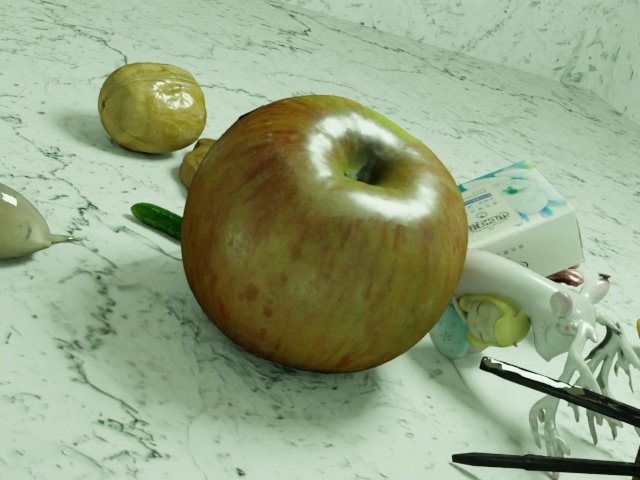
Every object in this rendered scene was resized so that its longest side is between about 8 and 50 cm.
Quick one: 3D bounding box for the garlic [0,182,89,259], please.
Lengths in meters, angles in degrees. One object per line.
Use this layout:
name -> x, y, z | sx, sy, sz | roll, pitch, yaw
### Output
garlic -> -0.425, -0.025, 1.556 | 0.266, 0.128, 0.148 | 26, 31, -21

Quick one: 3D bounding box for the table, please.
table -> 0.288, 0.259, 1.355 | 0.249, 0.317, 0.317 | 8, 22, 2

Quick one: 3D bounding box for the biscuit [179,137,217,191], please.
biscuit -> -0.062, -0.082, 2.061 | 0.365, 0.062, 0.385 | 10, 25, -27

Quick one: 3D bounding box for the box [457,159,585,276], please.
box -> 0.267, -0.006, 1.956 | 0.274, 0.116, 0.203 | -20, 32, -3

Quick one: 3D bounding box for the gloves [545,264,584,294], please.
gloves -> 0.378, 0.080, 2.027 | 0.126, 0.145, 0.241 | 15, 17, 5

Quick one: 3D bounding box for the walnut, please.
walnut -> -0.294, -0.232, 2.058 | 0.197, 0.165, 0.165 | -10, 37, -39

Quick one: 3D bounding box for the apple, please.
apple -> 0.000, 0.000, 1.604 | 0.400, 0.333, 0.400 | 18, 41, -16

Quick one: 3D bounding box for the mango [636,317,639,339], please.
mango -> 0.649, 0.196, 2.051 | 0.217, 0.102, 0.141 | 35, 18, 22

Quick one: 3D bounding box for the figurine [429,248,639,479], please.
figurine -> 0.318, 0.159, 1.685 | 0.206, 0.284, 0.315 | -8, 11, -36

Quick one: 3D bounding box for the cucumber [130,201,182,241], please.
cucumber -> -0.220, -0.022, 1.802 | 0.155, 0.037, 0.037 | 27, 22, 9
